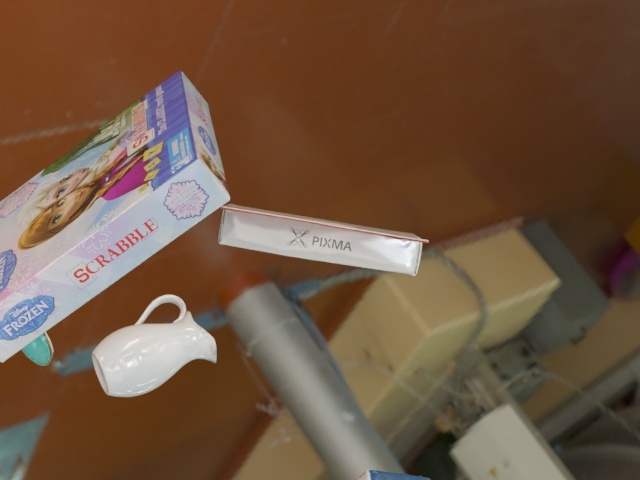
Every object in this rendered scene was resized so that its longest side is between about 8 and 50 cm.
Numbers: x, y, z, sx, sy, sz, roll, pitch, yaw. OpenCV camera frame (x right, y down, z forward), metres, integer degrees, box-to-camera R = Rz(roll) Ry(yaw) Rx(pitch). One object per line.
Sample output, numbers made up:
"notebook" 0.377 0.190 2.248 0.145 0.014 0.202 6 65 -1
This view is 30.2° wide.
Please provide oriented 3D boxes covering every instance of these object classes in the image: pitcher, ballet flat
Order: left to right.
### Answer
"ballet flat" -0.506 0.138 2.018 0.057 0.168 0.052 -36 -174 13
"pitcher" -0.319 0.190 2.187 0.207 0.177 0.125 -21 139 -21

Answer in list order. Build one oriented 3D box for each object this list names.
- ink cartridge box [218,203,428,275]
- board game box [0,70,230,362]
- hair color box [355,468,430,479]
"ink cartridge box" 0.000 0.000 1.605 0.239 0.275 0.060 -104 -157 -86
"board game box" -0.265 -0.042 1.409 0.318 0.318 0.066 -35 116 7
"hair color box" 0.034 0.468 1.605 0.105 0.173 0.347 13 137 -27
